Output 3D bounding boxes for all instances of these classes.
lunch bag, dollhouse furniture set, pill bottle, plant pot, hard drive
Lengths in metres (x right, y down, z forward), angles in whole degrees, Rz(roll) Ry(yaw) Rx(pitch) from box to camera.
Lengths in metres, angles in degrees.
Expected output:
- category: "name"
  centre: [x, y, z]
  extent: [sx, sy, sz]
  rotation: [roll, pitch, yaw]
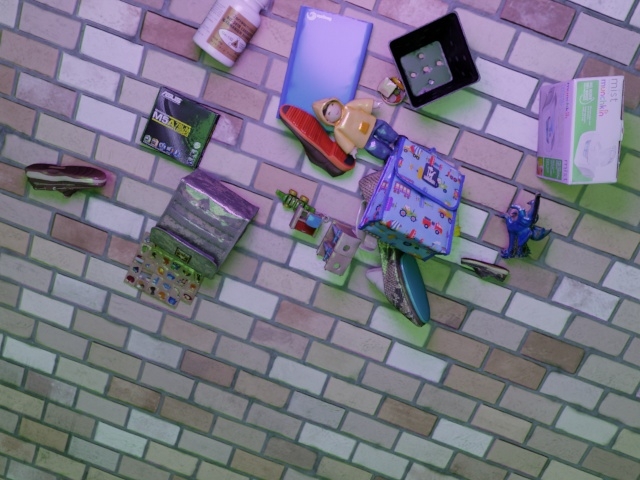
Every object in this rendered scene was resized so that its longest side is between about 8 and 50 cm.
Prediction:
- category: "lunch bag"
  centre: [0.267, -0.124, 1.323]
  extent: [0.221, 0.138, 0.293]
  rotation: [26, 72, -13]
- category: "dollhouse furniture set"
  centre: [0.000, 0.000, 1.443]
  extent: [0.184, 0.129, 0.128]
  rotation: [22, 105, -19]
- category: "pill bottle"
  centre: [-0.241, -0.615, 1.344]
  extent: [0.131, 0.131, 0.229]
  rotation: [37, 103, -4]
- category: "lunch bag"
  centre: [-0.368, -0.034, 1.477]
  extent: [0.235, 0.169, 0.287]
  rotation: [34, 111, -7]
- category: "plant pot"
  centre: [0.298, -0.477, 1.311]
  extent: [0.188, 0.167, 0.187]
  rotation: [-22, 101, 11]
- category: "hard drive"
  centre: [0.009, -0.487, 1.398]
  extent: [0.211, 0.040, 0.318]
  rotation: [15, 104, 2]

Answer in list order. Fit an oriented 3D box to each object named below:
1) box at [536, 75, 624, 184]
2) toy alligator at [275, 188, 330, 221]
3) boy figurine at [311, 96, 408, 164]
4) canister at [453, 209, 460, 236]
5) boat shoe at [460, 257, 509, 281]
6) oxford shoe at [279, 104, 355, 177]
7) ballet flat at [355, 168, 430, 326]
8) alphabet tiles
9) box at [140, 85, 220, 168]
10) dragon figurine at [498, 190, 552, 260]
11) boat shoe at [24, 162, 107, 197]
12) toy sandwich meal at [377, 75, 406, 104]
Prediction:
- category: "box"
  centre: [0.686, -0.290, 1.288]
  extent: [0.127, 0.231, 0.261]
  rotation: [-2, 104, 5]
- category: "toy alligator"
  centre: [-0.056, -0.105, 1.487]
  extent: [0.190, 0.051, 0.056]
  rotation: [29, 104, -2]
- category: "boy figurine"
  centre: [0.111, -0.329, 1.371]
  extent: [0.285, 0.092, 0.177]
  rotation: [29, 100, -19]
- category: "canister"
  centre: [0.352, -0.099, 1.443]
  extent: [0.126, 0.073, 0.169]
  rotation: [-3, 101, 5]
- category: "boat shoe"
  centre: [0.502, 0.091, 1.482]
  extent: [0.152, 0.056, 0.049]
  rotation: [16, 99, 1]
- category: "oxford shoe"
  centre: [-0.027, -0.280, 1.403]
  extent: [0.271, 0.096, 0.098]
  rotation: [41, 137, -17]
- category: "ballet flat"
  centre: [0.206, 0.027, 1.461]
  extent: [0.182, 0.164, 0.482]
  rotation: [-8, 97, 29]
- category: "alphabet tiles"
  centre: [-0.511, 0.109, 1.600]
  extent: [0.237, 0.009, 0.198]
  rotation: [28, 104, -2]
- category: "box"
  centre: [-0.428, -0.343, 1.469]
  extent: [0.191, 0.045, 0.184]
  rotation: [28, 106, -2]
- category: "dragon figurine"
  centre: [0.591, -0.035, 1.372]
  extent: [0.085, 0.289, 0.143]
  rotation: [-14, 72, -12]
- category: "boat shoe"
  centre: [-0.794, -0.183, 1.523]
  extent: [0.258, 0.095, 0.095]
  rotation: [9, 118, 9]
- category: "toy sandwich meal"
  centre: [0.206, -0.434, 1.391]
  extent: [0.086, 0.029, 0.085]
  rotation: [6, 106, 20]
